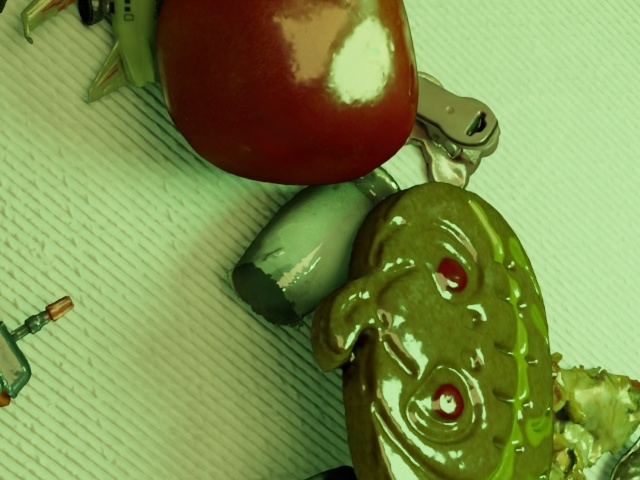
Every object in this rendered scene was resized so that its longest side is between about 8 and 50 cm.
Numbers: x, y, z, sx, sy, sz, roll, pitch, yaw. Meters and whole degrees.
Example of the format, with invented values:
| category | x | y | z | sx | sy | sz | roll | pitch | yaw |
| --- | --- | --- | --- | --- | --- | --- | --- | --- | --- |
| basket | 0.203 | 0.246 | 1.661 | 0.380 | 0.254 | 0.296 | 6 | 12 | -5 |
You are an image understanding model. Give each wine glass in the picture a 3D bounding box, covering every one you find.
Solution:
| category | x | y | z | sx | sy | sz | roll | pitch | yaw |
| --- | --- | --- | --- | --- | --- | --- | --- | --- | --- |
| wine glass | 0.000 | 0.000 | 1.454 | 0.111 | 0.111 | 0.204 | 51 | 58 | -11 |

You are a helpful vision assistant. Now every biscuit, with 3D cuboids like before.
| category | x | y | z | sx | sy | sz | roll | pitch | yaw |
| --- | --- | --- | --- | --- | --- | --- | --- | --- | --- |
| biscuit | 0.133 | 0.122 | 1.394 | 0.350 | 0.070 | 0.394 | 18 | 62 | -42 |

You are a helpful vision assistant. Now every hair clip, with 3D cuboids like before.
| category | x | y | z | sx | sy | sz | roll | pitch | yaw |
| --- | --- | --- | --- | --- | --- | --- | --- | --- | --- |
| hair clip | 0.140 | -0.134 | 1.599 | 0.138 | 0.102 | 0.123 | 26 | 65 | 13 |

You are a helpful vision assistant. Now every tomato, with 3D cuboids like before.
| category | x | y | z | sx | sy | sz | roll | pitch | yaw |
| --- | --- | --- | --- | --- | --- | --- | --- | --- | --- |
| tomato | -0.020 | -0.186 | 1.360 | 0.298 | 0.226 | 0.299 | -10 | 105 | -42 |

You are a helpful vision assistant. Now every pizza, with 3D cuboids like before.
| category | x | y | z | sx | sy | sz | roll | pitch | yaw |
| --- | --- | --- | --- | --- | --- | --- | --- | --- | --- |
| pizza | 0.275 | 0.252 | 1.584 | 0.287 | 0.074 | 0.251 | 9 | 80 | -25 |

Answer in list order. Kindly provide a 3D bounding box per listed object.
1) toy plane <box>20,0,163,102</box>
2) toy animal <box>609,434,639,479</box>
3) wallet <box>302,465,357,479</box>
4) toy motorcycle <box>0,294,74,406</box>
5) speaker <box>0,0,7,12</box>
| category | x | y | z | sx | sy | sz | roll | pitch | yaw |
| --- | --- | --- | --- | --- | --- | --- | --- | --- | --- |
| toy plane | -0.196 | -0.276 | 1.397 | 0.241 | 0.104 | 0.256 | -9 | 96 | -26 |
| toy animal | 0.371 | 0.359 | 1.580 | 0.197 | 0.160 | 0.273 | -2 | 79 | -23 |
| wallet | 0.067 | 0.400 | 1.390 | 0.379 | 0.190 | 0.046 | 52 | 34 | -11 |
| toy motorcycle | -0.374 | 0.025 | 1.247 | 0.221 | 0.148 | 0.326 | -32 | 96 | -6 |
| speaker | -0.276 | -0.403 | 1.348 | 0.184 | 0.180 | 0.388 | 49 | 64 | -20 |
